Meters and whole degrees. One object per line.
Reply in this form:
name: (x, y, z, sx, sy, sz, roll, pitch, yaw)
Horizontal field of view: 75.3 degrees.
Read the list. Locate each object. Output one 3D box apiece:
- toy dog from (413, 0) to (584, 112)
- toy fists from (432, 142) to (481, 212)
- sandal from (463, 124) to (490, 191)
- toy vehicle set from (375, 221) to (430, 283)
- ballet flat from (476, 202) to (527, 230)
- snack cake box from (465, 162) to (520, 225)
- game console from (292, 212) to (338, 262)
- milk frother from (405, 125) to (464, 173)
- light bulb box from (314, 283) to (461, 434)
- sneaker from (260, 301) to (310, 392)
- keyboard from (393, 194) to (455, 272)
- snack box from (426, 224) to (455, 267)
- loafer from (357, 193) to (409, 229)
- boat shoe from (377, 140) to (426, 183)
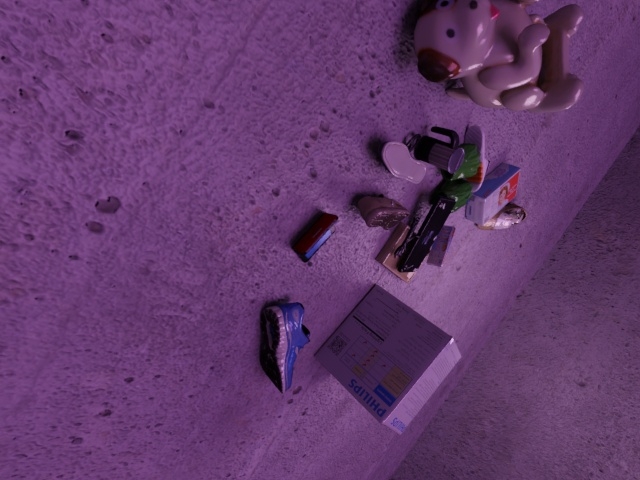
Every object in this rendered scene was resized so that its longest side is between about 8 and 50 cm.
toy dog: (0.434, -0.518, 1.100, 0.408, 0.395, 0.284, 6, 93, -32)
toy fists: (0.500, -0.224, 1.524, 0.142, 0.096, 0.279, -16, 129, -23)
sandal: (0.589, -0.305, 1.549, 0.076, 0.102, 0.265, -27, 131, -27)
toy vehicle set: (0.320, 0.054, 1.576, 0.166, 0.035, 0.267, -55, 141, -1)
ballet flat: (0.877, -0.107, 1.974, 0.349, 0.123, 0.123, -14, 125, -39)
snack cake box: (0.744, -0.202, 1.791, 0.264, 0.089, 0.152, -36, 135, -23)
game console: (0.000, 0.000, 1.175, 0.144, 0.124, 0.085, -48, 114, -10)
milk frother: (0.352, -0.276, 1.299, 0.143, 0.135, 0.129, -35, 136, -24)
light bulb box: (0.242, 0.420, 1.497, 0.361, 0.358, 0.225, -47, 139, -9)
sneaker: (-0.094, 0.330, 1.271, 0.147, 0.130, 0.330, -17, 127, -35)
keyboard: (0.358, -0.018, 1.490, 0.202, 0.033, 0.317, 3, 119, -45)
snack box: (0.481, 0.020, 1.653, 0.022, 0.064, 0.178, 45, 63, -48)
loafer: (0.200, -0.096, 1.304, 0.102, 0.092, 0.268, -39, 162, 22)
boat shoe: (0.234, -0.240, 1.248, 0.254, 0.079, 0.095, 8, 108, -51)
